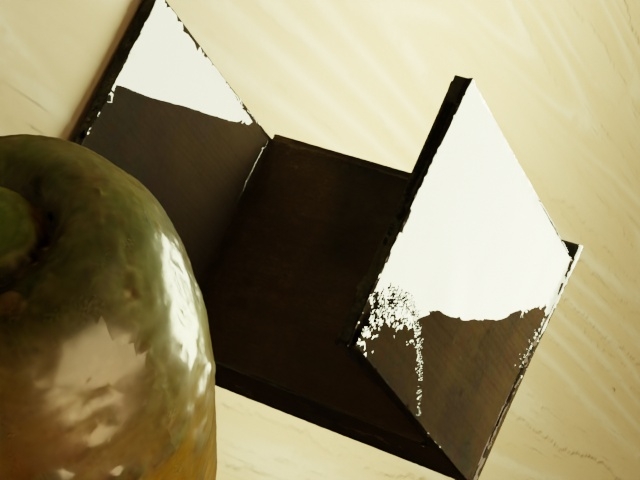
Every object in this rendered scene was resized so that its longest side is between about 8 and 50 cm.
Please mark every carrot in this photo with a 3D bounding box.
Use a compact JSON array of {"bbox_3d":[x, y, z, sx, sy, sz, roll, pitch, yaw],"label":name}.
[{"bbox_3d":[-0.162,0.111,1.001,0.224,0.224,0.340,-50,150,-35],"label":"carrot"}]

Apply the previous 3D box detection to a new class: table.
[{"bbox_3d":[0.000,0.000,1.200,0.196,0.251,0.282,-63,151,-14],"label":"table"}]
